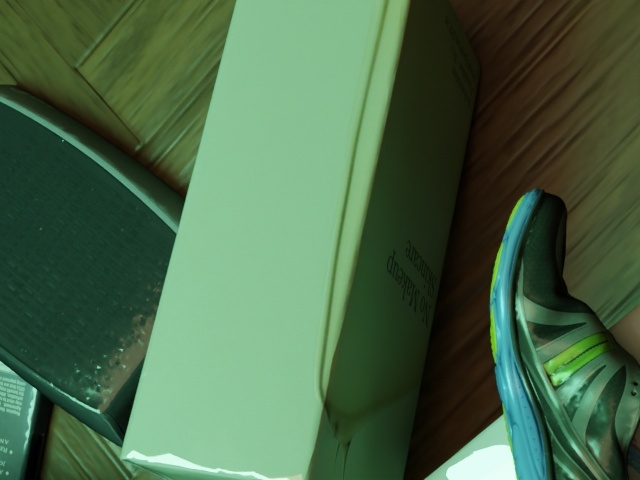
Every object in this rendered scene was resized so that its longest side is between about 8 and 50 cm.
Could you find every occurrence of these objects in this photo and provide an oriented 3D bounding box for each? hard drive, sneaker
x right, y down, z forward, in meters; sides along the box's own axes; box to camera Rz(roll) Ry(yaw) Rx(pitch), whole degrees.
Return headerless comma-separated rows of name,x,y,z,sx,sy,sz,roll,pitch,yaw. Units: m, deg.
hard drive,-0.186,0.009,0.961,0.254,0.054,0.172,36,88,21
sneaker,0.126,0.066,0.672,0.078,0.067,0.188,-10,73,4

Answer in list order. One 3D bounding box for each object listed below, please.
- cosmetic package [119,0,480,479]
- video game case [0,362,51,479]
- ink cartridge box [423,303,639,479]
cosmetic package,0.000,0.000,0.795,0.113,0.160,0.309,4,72,22
video game case,-0.302,0.187,1.025,0.196,0.026,0.274,11,91,23
ink cartridge box,0.179,0.103,0.755,0.212,0.154,0.093,-44,69,15
